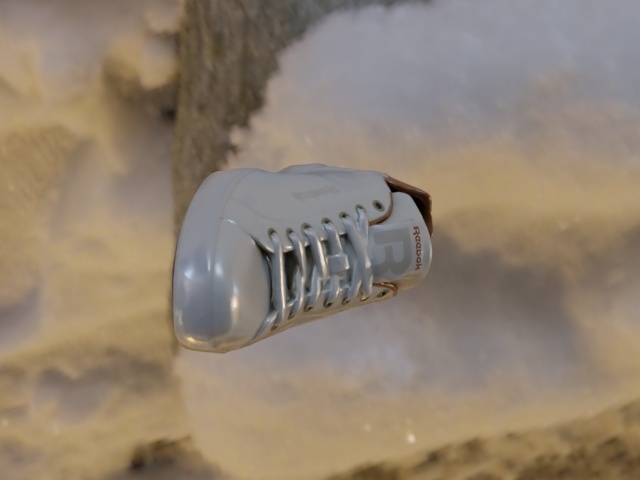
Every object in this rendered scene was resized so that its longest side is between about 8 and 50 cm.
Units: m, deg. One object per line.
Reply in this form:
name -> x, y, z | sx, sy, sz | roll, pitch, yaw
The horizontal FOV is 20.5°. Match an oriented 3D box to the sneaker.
sneaker -> 0.000, 0.000, 1.143 | 0.123, 0.290, 0.105 | 3, 106, 19
